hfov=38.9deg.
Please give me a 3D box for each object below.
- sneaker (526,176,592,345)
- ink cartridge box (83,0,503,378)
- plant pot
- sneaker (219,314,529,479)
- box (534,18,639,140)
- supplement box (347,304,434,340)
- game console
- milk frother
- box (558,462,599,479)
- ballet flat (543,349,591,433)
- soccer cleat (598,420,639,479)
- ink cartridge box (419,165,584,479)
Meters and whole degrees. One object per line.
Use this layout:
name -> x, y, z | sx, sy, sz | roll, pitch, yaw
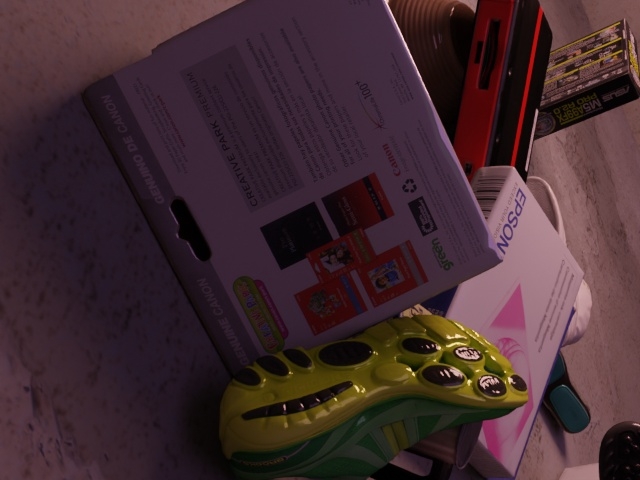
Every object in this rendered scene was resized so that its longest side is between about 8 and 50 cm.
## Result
sneaker -> 0.392, 0.042, 1.568 | 0.169, 0.108, 0.292 | 7, 76, -60
ink cartridge box -> -0.025, -0.066, 0.848 | 0.130, 0.272, 0.309 | -122, -174, -80
plant pot -> 0.173, -0.280, 1.342 | 0.237, 0.110, 0.237 | 17, 67, -49
sneaker -> 0.047, 0.146, 0.810 | 0.296, 0.123, 0.109 | -5, 45, -23
box -> 0.459, -0.292, 1.706 | 0.060, 0.270, 0.216 | 53, 33, -25
supplement box -> 0.073, 0.103, 1.001 | 0.083, 0.083, 0.056 | 36, 43, -43
game console -> 0.273, -0.182, 1.370 | 0.342, 0.060, 0.386 | 14, 87, -69
milk frother -> 0.103, 0.181, 0.950 | 0.143, 0.135, 0.129 | -32, 132, -56
box -> 0.426, 0.442, 1.376 | 0.130, 0.091, 0.170 | -20, 90, -60
ballet flat -> 0.367, 0.221, 1.459 | 0.213, 0.072, 0.068 | 58, 4, -22
soccer cleat -> 0.479, 0.401, 1.313 | 0.116, 0.109, 0.318 | -48, 115, -78
ink cartridge box -> 0.249, 0.129, 1.189 | 0.330, 0.071, 0.324 | 46, 58, -34
